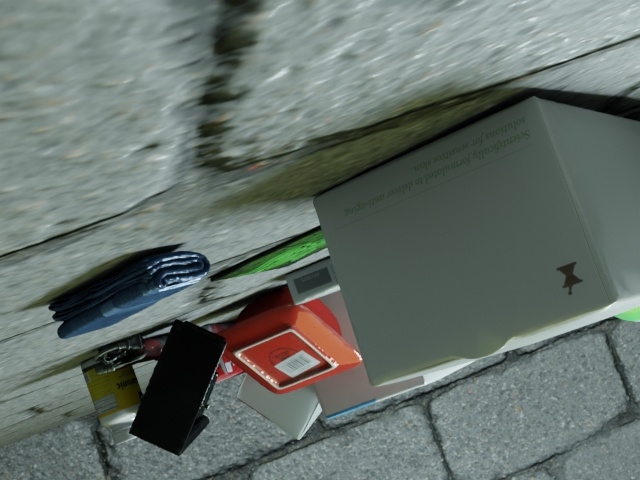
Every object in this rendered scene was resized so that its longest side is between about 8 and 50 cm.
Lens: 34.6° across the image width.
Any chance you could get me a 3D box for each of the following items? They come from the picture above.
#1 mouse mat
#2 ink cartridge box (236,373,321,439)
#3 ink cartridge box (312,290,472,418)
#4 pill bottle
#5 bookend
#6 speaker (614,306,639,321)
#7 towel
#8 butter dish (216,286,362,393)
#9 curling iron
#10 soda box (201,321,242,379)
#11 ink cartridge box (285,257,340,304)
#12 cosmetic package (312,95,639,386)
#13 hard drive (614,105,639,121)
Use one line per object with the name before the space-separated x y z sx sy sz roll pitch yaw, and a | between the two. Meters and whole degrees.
mouse mat | 0.000 0.000 1.007 0.189 0.007 0.152 -24 173 27
ink cartridge box | -0.027 0.203 1.674 0.176 0.128 0.127 -47 165 -51
ink cartridge box | 0.121 0.128 1.590 0.198 0.197 0.270 -27 171 36
pill bottle | -0.268 0.207 1.354 0.065 0.116 0.065 -21 174 -2
bookend | -0.166 0.175 1.327 0.157 0.072 0.156 -30 143 -83
speaker | 0.365 0.020 1.356 0.131 0.131 0.296 -26 146 37
towel | -0.141 0.037 0.756 0.119 0.029 0.067 -27 171 34
butter dish | -0.043 0.117 1.404 0.160 0.118 0.160 -25 128 28
curling iron | -0.213 0.142 1.356 0.068 0.035 0.274 -23 173 16
soda box | -0.168 0.184 1.638 0.092 0.084 0.263 -22 173 8
ink cartridge box | 0.041 0.040 1.303 0.145 0.045 0.179 -22 171 8
cosmetic package | 0.183 0.001 0.842 0.197 0.155 0.365 -23 169 30
hard drive | 0.318 -0.116 0.994 0.135 0.022 0.094 -19 173 -14
